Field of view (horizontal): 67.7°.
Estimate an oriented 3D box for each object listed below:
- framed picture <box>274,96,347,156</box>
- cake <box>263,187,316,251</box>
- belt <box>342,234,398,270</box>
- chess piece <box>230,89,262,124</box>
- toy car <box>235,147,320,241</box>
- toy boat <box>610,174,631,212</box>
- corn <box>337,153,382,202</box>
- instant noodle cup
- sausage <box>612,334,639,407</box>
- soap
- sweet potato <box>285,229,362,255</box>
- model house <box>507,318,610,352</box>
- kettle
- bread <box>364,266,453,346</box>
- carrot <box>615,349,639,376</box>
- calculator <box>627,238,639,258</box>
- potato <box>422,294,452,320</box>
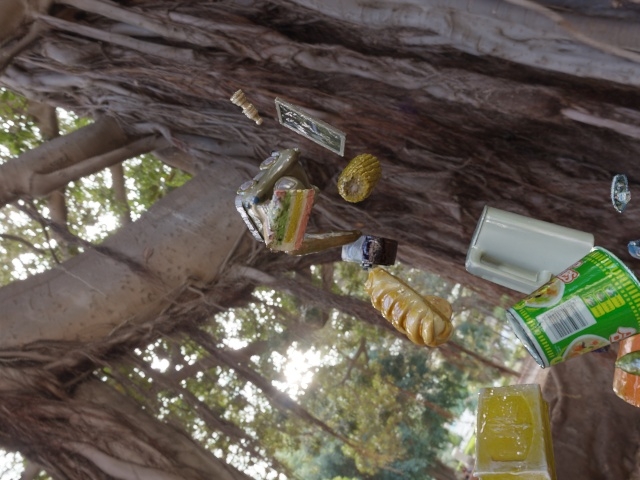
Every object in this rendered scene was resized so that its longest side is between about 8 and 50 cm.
[{"bbox_3d":[-0.038,-0.468,1.985,0.020,0.324,0.240,-60,-3,-8],"label":"framed picture"},{"bbox_3d":[-0.093,-0.074,1.328,0.110,0.090,0.225,1,-45,-17],"label":"cake"},{"bbox_3d":[0.215,0.057,2.162,0.184,0.289,0.163,8,-92,-32],"label":"belt"},{"bbox_3d":[-0.175,-0.319,1.158,0.092,0.035,0.035,47,-113,-27],"label":"chess piece"},{"bbox_3d":[-0.126,-0.169,1.754,0.336,0.227,0.242,-54,-51,-37],"label":"toy car"},{"bbox_3d":[1.093,-0.170,1.731,0.066,0.059,0.139,-130,37,-81],"label":"toy boat"},{"bbox_3d":[0.151,-0.233,1.765,0.387,0.144,0.143,-63,-10,-67],"label":"corn"},{"bbox_3d":[0.536,0.157,1.008,0.233,0.207,0.207,-30,-24,7],"label":"instant noodle cup"},{"bbox_3d":[0.963,0.313,1.327,0.233,0.233,0.286,-8,-75,-62],"label":"sausage"},{"bbox_3d":[0.530,0.536,1.314,0.091,0.199,0.315,66,-151,-20],"label":"soap"},{"bbox_3d":[0.000,0.000,1.552,0.075,0.274,0.075,-9,-90,-86],"label":"sweet potato"},{"bbox_3d":[0.916,0.341,1.808,0.298,0.243,0.284,-40,22,14],"label":"model house"},{"bbox_3d":[0.612,0.052,1.438,0.264,0.318,0.205,-64,-17,-17],"label":"kettle"},{"bbox_3d":[0.252,0.201,1.434,0.173,0.311,0.121,28,-80,-45],"label":"bread"},{"bbox_3d":[0.636,0.185,0.697,0.074,0.359,0.074,15,-111,-46],"label":"carrot"},{"bbox_3d":[0.865,0.035,1.079,0.173,0.293,0.051,-3,-78,-35],"label":"calculator"},{"bbox_3d":[0.363,0.245,1.637,0.118,0.178,0.109,-81,-13,-77],"label":"potato"}]
